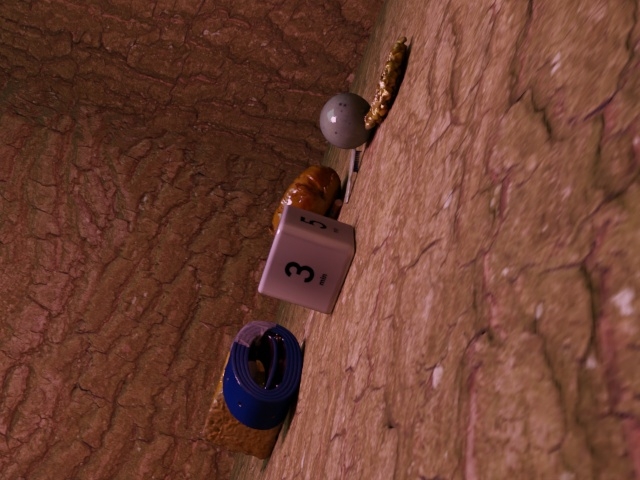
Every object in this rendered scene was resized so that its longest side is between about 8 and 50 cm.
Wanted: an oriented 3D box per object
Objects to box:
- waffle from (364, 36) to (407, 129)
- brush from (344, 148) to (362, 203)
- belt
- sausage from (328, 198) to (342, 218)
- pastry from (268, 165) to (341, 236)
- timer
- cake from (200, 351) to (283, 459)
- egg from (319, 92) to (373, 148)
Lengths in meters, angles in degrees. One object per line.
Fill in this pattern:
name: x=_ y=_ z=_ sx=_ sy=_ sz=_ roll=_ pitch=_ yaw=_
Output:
waffle: x=0.184 y=-0.445 z=1.662 sx=0.243 sy=0.058 sz=0.238 roll=117 pitch=171 yaw=-67
brush: x=0.103 y=-0.205 z=1.884 sx=0.033 sy=0.030 sz=0.179 roll=-159 pitch=77 yaw=-69
belt: x=-0.166 y=0.376 z=1.688 sx=0.347 sy=0.212 sz=0.117 roll=-91 pitch=18 yaw=-62
sausage: x=0.050 y=-0.106 z=2.063 sx=0.107 sy=0.031 sz=0.031 roll=117 pitch=170 yaw=-59
pastry: x=-0.051 y=-0.115 z=2.118 sx=0.356 sy=0.163 sz=0.356 roll=-58 pitch=-7 yaw=-12
timer: x=-0.034 y=0.045 z=1.504 sx=0.194 sy=0.194 sz=0.192 roll=-83 pitch=12 yaw=-69
cake: x=-0.218 y=0.483 z=1.833 sx=0.286 sy=0.222 sz=0.228 roll=-84 pitch=15 yaw=-67
egg: x=0.083 y=-0.366 z=1.815 sx=0.236 sy=0.169 sz=0.169 roll=-32 pitch=-38 yaw=-78
